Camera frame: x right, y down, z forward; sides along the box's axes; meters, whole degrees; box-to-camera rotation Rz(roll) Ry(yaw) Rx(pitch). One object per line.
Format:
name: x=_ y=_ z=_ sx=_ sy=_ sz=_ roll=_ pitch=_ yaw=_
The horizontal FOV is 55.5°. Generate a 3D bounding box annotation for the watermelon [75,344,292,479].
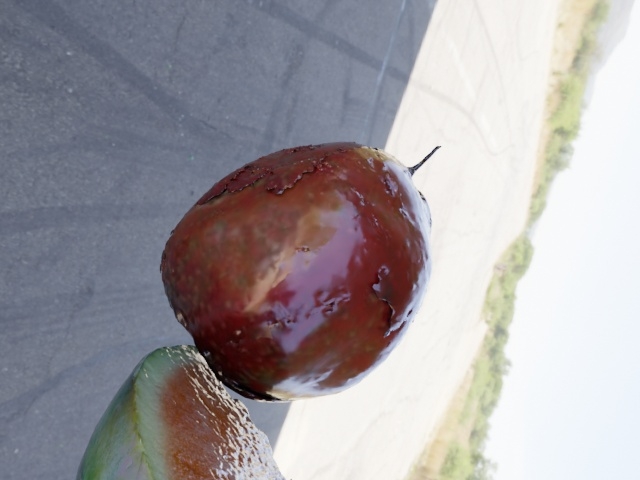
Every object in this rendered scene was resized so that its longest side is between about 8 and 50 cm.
watermelon: x=-0.108 y=0.171 z=0.354 sx=0.146 sy=0.128 sz=0.231 roll=-45 pitch=-169 yaw=5

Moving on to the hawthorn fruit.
hawthorn fruit: x=0.000 y=0.000 z=0.439 sx=0.235 sy=0.181 sz=0.181 roll=-45 pitch=159 yaw=-4
